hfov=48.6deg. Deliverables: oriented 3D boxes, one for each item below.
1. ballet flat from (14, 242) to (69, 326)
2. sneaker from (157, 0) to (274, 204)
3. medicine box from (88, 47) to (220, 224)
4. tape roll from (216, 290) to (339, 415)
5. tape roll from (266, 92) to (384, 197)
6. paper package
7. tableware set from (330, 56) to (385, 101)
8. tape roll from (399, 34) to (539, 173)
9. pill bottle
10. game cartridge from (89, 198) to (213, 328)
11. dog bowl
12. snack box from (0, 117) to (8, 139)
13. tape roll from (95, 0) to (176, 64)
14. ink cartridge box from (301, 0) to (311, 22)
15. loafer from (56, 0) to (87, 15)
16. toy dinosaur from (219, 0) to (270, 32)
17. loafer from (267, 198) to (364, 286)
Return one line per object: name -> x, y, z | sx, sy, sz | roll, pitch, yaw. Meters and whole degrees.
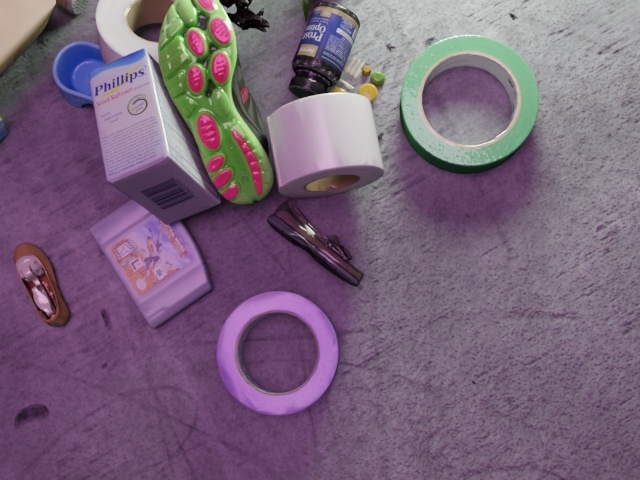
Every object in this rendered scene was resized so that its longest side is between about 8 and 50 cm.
ballet flat -> -0.671, 0.099, 1.689 | 0.080, 0.073, 0.232 | -33, 80, -2
sneaker -> -0.238, -0.318, 1.618 | 0.185, 0.202, 0.483 | -14, 103, -1
medicine box -> -0.367, -0.225, 1.589 | 0.149, 0.263, 0.290 | -21, 66, 9
tape roll -> -0.094, 0.256, 1.618 | 0.274, 0.090, 0.275 | -1, 82, 4
tape roll -> 0.011, -0.208, 1.606 | 0.246, 0.246, 0.169 | -11, 81, 2
paper package -> -0.848, -0.538, 1.666 | 0.309, 0.168, 0.325 | 42, 71, -19
tableware set -> 0.086, -0.364, 1.739 | 0.104, 0.024, 0.154 | 32, 83, 5
tape roll -> 0.350, -0.323, 1.686 | 0.321, 0.077, 0.322 | -1, 80, 4
pill bottle -> 0.005, -0.447, 1.705 | 0.122, 0.123, 0.219 | 20, 82, 7
game cartridge -> -0.395, 0.034, 1.693 | 0.198, 0.062, 0.297 | -36, 80, 2
dog bowl -> -0.525, -0.396, 1.757 | 0.297, 0.074, 0.166 | 20, 83, 6
snack box -> -0.913, -0.278, 1.741 | 0.207, 0.070, 0.175 | 32, 63, 9
tape roll -> -0.391, -0.503, 1.705 | 0.286, 0.100, 0.286 | 4, 64, -9
ink cartridge box -> 0.033, -0.667, 1.706 | 0.096, 0.189, 0.255 | 16, 85, 5
loafer -> -0.619, -0.703, 1.801 | 0.087, 0.094, 0.251 | 18, 83, 2
toy dinosaur -> -0.176, -0.617, 1.650 | 0.321, 0.164, 0.219 | -6, 74, 43
loafer -> 0.000, 0.000, 1.653 | 0.267, 0.096, 0.084 | 36, 79, 10
